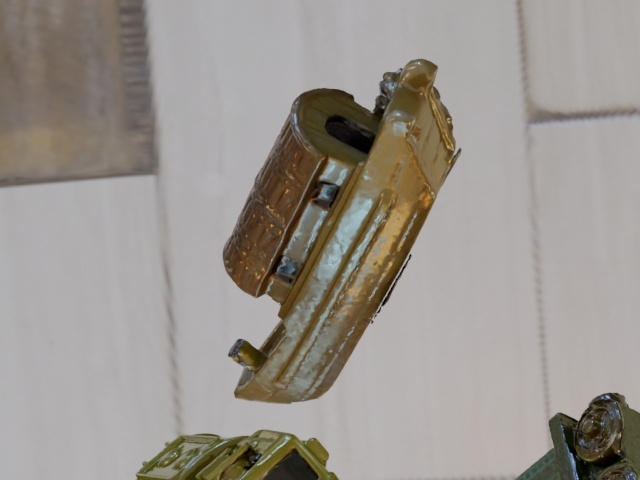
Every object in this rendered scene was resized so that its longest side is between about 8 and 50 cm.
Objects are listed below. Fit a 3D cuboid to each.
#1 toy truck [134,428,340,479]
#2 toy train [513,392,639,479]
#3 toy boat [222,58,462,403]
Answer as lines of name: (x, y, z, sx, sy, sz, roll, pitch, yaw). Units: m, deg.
toy truck: (-0.021, 0.082, 0.535, 0.049, 0.083, 0.054, -40, 100, -19)
toy train: (0.208, 0.219, 1.359, 0.090, 0.225, 0.137, 27, 125, -27)
toy boat: (0.000, 0.000, 0.950, 0.088, 0.068, 0.226, 26, 131, -3)
